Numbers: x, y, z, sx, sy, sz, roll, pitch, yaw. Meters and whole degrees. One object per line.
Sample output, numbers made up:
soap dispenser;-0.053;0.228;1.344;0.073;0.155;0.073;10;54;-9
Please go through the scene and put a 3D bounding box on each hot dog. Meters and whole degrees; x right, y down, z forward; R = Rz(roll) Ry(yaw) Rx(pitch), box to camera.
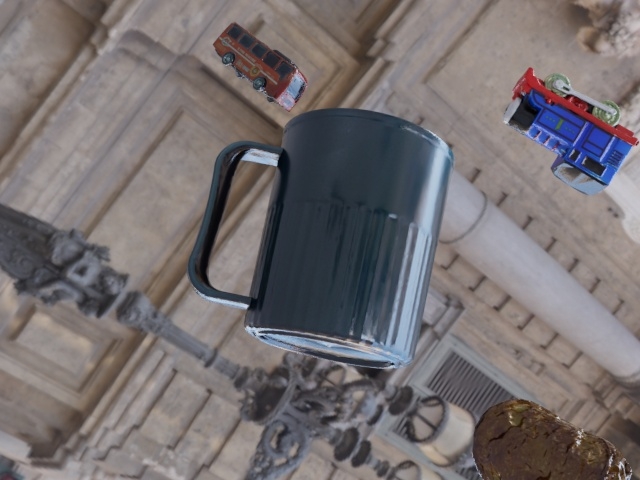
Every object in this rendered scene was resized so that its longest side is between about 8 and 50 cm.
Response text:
hot dog;0.205;0.201;0.600;0.099;0.065;0.147;-47;-144;-17

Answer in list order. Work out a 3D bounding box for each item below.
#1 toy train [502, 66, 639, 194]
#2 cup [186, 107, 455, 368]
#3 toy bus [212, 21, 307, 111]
toy train;0.387;-0.176;1.062;0.131;0.204;0.083;-58;175;-1
cup;0.013;-0.001;0.887;0.242;0.308;0.292;-10;-116;53
toy bus;-0.058;-0.167;0.639;0.043;0.031;0.110;-49;-120;4
